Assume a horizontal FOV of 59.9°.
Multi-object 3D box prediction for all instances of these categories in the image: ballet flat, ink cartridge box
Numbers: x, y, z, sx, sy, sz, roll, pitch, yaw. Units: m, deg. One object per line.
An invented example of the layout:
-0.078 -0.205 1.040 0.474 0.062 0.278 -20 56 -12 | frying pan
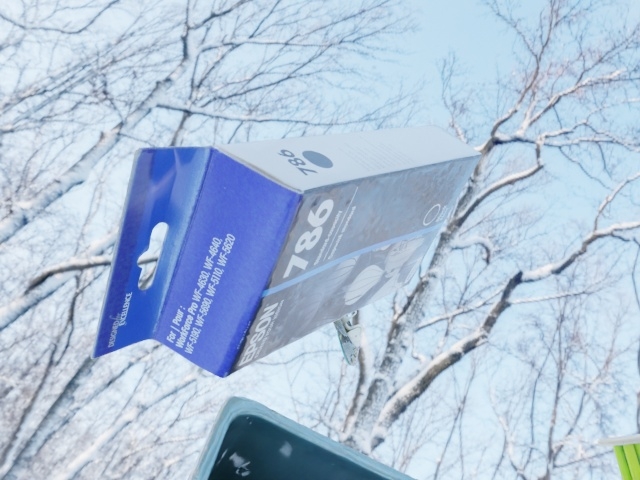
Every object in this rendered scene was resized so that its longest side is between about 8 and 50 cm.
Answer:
0.035 0.112 0.746 0.041 0.041 0.114 -25 -93 43 | ballet flat
0.000 0.000 0.435 0.065 0.333 0.165 41 -55 26 | ink cartridge box

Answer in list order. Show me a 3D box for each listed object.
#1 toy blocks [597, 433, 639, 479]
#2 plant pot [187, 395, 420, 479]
0.348 0.266 0.546 0.123 0.148 0.054 0 -22 -20 | toy blocks
-0.046 0.329 0.448 0.247 0.248 0.252 28 -48 -7 | plant pot
